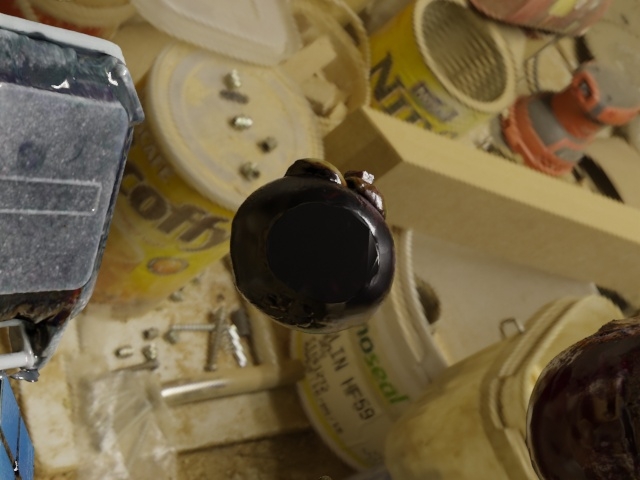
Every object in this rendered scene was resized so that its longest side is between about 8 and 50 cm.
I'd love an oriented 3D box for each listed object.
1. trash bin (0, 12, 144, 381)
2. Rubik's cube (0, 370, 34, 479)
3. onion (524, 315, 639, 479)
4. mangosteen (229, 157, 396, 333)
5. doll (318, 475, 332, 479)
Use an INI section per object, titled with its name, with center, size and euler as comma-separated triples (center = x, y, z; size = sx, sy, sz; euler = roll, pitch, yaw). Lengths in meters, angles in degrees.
[trash bin]
center = -0.368, -0.066, 0.829
size = 0.367, 0.296, 0.255
euler = 19, 11, 26
[Rubik's cube]
center = -0.399, 0.250, 1.014
size = 0.180, 0.167, 0.183
euler = -6, 45, -6
[onion]
center = 0.388, 0.242, 1.240
size = 0.336, 0.260, 0.282
euler = -23, 99, -80
[mangosteen]
center = -0.001, 0.002, 1.534
size = 0.287, 0.233, 0.288
euler = 0, 85, -4
[doll]
center = 0.015, 0.346, 1.294
size = 0.061, 0.051, 0.093
euler = -17, 59, -12
